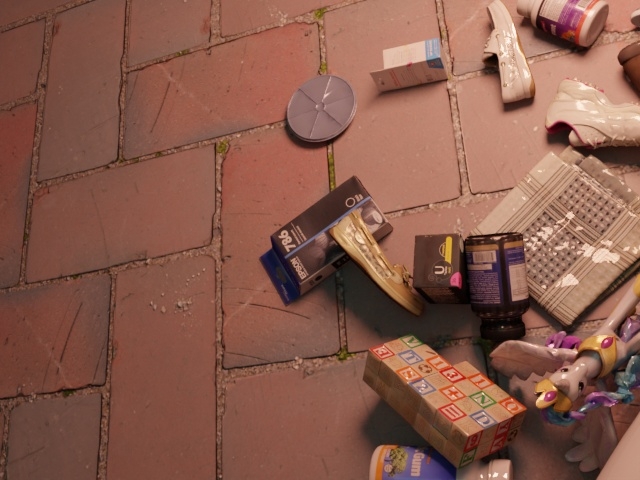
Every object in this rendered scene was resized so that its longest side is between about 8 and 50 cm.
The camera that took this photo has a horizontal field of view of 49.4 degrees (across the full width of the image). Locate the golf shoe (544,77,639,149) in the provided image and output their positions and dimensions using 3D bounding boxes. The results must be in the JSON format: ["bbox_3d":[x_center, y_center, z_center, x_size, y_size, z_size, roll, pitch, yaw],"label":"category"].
[{"bbox_3d":[0.638,-0.245,1.532,0.306,0.115,0.140,36,96,36],"label":"golf shoe"}]

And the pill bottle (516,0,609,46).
[{"bbox_3d":[0.572,-0.545,1.657,0.193,0.108,0.108,34,87,29],"label":"pill bottle"}]

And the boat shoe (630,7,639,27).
[{"bbox_3d":[0.804,-0.539,1.588,0.183,0.065,0.083,-1,70,15],"label":"boat shoe"}]

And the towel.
[{"bbox_3d":[0.539,-0.021,1.514,0.324,0.056,0.312,-43,62,2],"label":"towel"}]

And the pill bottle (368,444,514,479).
[{"bbox_3d":[0.245,0.491,1.396,0.272,0.152,0.152,-5,70,20],"label":"pill bottle"}]

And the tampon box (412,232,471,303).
[{"bbox_3d":[0.272,0.066,1.532,0.101,0.161,0.120,-2,71,22],"label":"tampon box"}]

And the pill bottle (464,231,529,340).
[{"bbox_3d":[0.376,0.096,1.475,0.123,0.123,0.219,-5,92,21],"label":"pill bottle"}]

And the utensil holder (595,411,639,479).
[{"bbox_3d":[0.591,0.495,1.133,0.328,0.327,0.385,32,91,28],"label":"utensil holder"}]

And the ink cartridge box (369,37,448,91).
[{"bbox_3d":[0.223,-0.443,1.765,0.181,0.104,0.061,-8,69,20],"label":"ink cartridge box"}]

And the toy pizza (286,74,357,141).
[{"bbox_3d":[0.005,-0.351,1.864,0.201,0.032,0.201,-7,69,19],"label":"toy pizza"}]

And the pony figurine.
[{"bbox_3d":[0.504,0.234,1.309,0.363,0.351,0.303,-38,65,-15],"label":"pony figurine"}]

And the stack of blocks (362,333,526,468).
[{"bbox_3d":[0.248,0.316,1.437,0.297,0.171,0.087,37,128,43],"label":"stack of blocks"}]

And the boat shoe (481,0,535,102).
[{"bbox_3d":[0.436,-0.460,1.688,0.096,0.098,0.277,-18,67,15],"label":"boat shoe"}]

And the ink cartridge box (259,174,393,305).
[{"bbox_3d":[0.000,0.000,1.724,0.333,0.065,0.165,-37,63,7],"label":"ink cartridge box"}]

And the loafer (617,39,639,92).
[{"bbox_3d":[0.846,-0.406,1.500,0.366,0.134,0.130,-13,90,28],"label":"loafer"}]

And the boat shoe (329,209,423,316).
[{"bbox_3d":[0.143,0.054,1.596,0.089,0.104,0.285,-44,83,-2],"label":"boat shoe"}]
